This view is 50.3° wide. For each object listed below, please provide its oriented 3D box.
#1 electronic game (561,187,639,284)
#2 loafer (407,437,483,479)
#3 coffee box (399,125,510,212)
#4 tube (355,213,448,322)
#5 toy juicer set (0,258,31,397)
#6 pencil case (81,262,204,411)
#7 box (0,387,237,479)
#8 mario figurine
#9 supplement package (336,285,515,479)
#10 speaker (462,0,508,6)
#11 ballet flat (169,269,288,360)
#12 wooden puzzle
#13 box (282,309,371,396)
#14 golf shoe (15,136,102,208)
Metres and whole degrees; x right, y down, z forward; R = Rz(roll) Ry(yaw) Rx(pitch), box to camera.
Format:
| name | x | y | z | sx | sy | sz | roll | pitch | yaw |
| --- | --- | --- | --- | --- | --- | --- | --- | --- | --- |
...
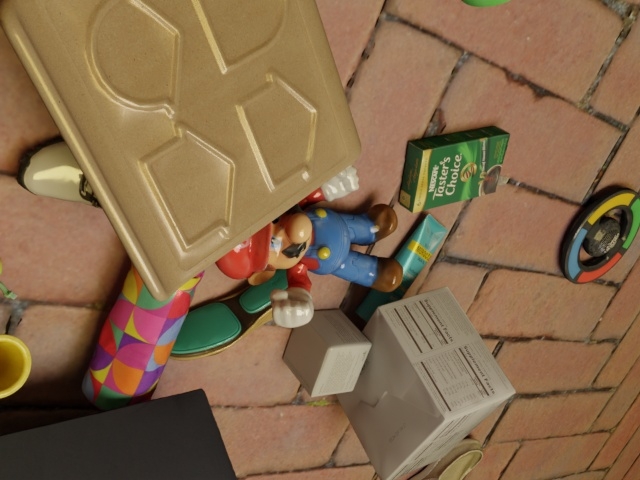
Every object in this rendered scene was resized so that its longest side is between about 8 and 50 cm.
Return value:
| name | x | y | z | sx | sy | sz | roll | pitch | yaw |
| --- | --- | --- | --- | --- | --- | --- | --- | --- | --- |
| electronic game | 0.595 | -0.007 | 1.439 | 0.229 | 0.048 | 0.229 | -19 | 129 | -25 |
| loafer | 0.279 | 0.565 | 1.573 | 0.268 | 0.092 | 0.102 | -35 | 134 | -11 |
| coffee box | 0.214 | -0.114 | 1.089 | 0.184 | 0.040 | 0.113 | -13 | 126 | -29 |
| tube | 0.139 | 0.053 | 1.151 | 0.207 | 0.052 | 0.080 | -55 | 147 | 2 |
| toy juicer set | -0.447 | 0.074 | 0.645 | 0.328 | 0.089 | 0.210 | -6 | 95 | -46 |
| pencil case | -0.231 | 0.109 | 0.884 | 0.104 | 0.104 | 0.237 | 11 | 111 | -40 |
| box | -0.316 | 0.374 | 0.878 | 0.343 | 0.179 | 0.313 | -7 | 144 | -32 |
| mario figurine | 0.000 | 0.000 | 0.913 | 0.320 | 0.198 | 0.170 | 5 | 129 | -43 |
| supplement package | 0.155 | 0.240 | 1.125 | 0.145 | 0.204 | 0.262 | -12 | 147 | -29 |
| speaker | 0.171 | -0.424 | 0.782 | 0.131 | 0.131 | 0.297 | -41 | 135 | -6 |
| ballet flat | -0.116 | 0.116 | 0.987 | 0.232 | 0.080 | 0.073 | -28 | 148 | -15 |
| wooden puzzle | -0.120 | -0.158 | 0.728 | 0.348 | 0.080 | 0.322 | -41 | 125 | -31 |
| box | 0.009 | 0.180 | 1.101 | 0.087 | 0.101 | 0.102 | 2 | 118 | -36 |
| golf shoe | -0.230 | -0.064 | 0.764 | 0.198 | 0.094 | 0.077 | 0 | 120 | -35 |
